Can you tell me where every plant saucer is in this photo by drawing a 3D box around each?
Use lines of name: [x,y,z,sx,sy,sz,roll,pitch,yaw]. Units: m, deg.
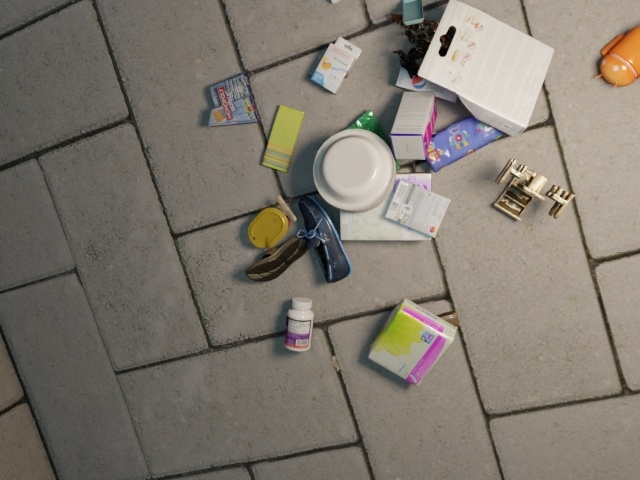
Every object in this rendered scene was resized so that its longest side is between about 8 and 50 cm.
plant saucer: [0.309,-0.770,1.789,0.067,0.192,0.018,-6,135,13]

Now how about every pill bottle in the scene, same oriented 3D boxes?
pill bottle: [-0.081,0.324,2.083,0.108,0.108,0.194,8,101,11]

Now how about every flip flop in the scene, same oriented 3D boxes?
flip flop: [-0.168,0.062,2.071,0.277,0.080,0.112,-38,132,5]

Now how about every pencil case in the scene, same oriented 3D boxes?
pencil case: [0.490,-0.356,1.838,0.306,0.119,0.133,-28,79,15]

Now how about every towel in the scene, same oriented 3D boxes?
towel: [-0.141,-0.385,2.024,0.102,0.021,0.237,19,102,3]

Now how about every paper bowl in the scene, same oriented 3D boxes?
paper bowl: [0.114,-0.241,1.835,0.284,0.148,0.284,-1,86,11]

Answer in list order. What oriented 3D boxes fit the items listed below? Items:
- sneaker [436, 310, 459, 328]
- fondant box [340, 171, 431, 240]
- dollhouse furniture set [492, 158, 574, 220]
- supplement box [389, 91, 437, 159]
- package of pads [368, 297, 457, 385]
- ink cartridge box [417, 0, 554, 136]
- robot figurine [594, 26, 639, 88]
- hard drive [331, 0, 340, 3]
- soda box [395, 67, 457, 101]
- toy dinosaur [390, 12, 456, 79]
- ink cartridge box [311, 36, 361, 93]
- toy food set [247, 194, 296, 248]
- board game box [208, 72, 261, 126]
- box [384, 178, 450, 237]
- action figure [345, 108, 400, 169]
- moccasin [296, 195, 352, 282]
sneaker: [0.423,0.321,1.993,0.188,0.066,0.071,-16,96,15]
fondant box: [0.238,-0.124,1.945,0.330,0.096,0.238,0,99,11]
dollhouse furniture set: [0.674,-0.147,1.769,0.212,0.242,0.161,33,105,6]
supplement box: [0.318,-0.391,1.806,0.113,0.111,0.220,5,57,22]
package of pads: [0.325,0.375,1.961,0.229,0.101,0.297,29,126,7]
ink cartridge box: [0.524,-0.555,1.716,0.384,0.091,0.308,25,77,-3]
robot figurine: [0.986,-0.580,1.686,0.158,0.128,0.219,44,105,2]
hard drive: [0.104,-0.978,1.784,0.307,0.040,0.203,-26,93,44]
soda box: [0.376,-0.540,1.855,0.216,0.074,0.069,19,103,9]
toy dinosaur: [0.367,-0.667,1.804,0.322,0.218,0.164,27,144,36]
ink cartridge box: [0.058,-0.631,1.915,0.104,0.061,0.181,32,104,5]
toy food set: [-0.181,-0.064,2.060,0.218,0.071,0.128,-43,89,19]
board game box: [-0.348,-0.512,2.025,0.194,0.060,0.194,-17,96,14]
box: [0.338,-0.112,1.857,0.186,0.038,0.145,23,103,8]
action figure: [0.205,-0.342,1.931,0.137,0.063,0.232,-42,85,14]
moccasin: [0.000,0.000,1.982,0.116,0.137,0.342,-30,91,-18]
